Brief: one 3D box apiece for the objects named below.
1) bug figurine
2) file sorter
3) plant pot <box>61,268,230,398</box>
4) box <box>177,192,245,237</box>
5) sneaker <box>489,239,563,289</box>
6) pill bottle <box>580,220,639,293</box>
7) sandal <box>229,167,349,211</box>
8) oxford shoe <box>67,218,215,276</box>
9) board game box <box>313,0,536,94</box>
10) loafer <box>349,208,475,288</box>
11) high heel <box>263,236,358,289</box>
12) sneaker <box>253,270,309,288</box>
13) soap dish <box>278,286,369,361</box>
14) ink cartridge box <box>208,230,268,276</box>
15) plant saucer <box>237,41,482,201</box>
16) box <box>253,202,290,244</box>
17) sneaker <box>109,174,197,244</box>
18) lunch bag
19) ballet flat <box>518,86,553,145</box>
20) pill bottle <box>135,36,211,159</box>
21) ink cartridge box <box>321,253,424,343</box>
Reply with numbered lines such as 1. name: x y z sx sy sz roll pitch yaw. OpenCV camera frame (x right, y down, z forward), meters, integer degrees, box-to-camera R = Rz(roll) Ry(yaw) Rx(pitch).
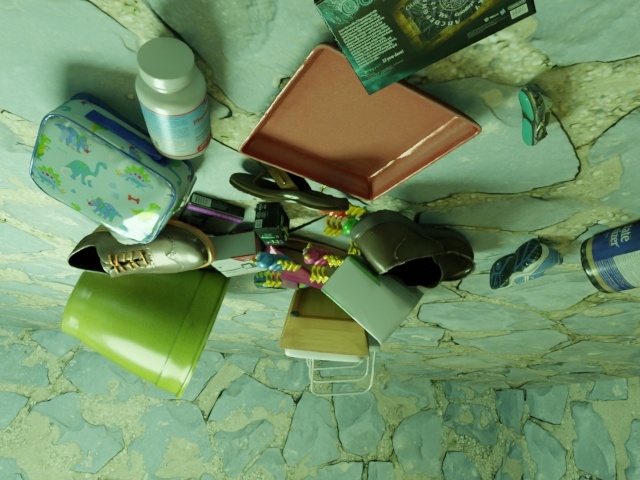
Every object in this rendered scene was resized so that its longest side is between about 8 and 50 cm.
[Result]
1. bug figurine: 0.000 0.000 0.949 0.216 0.072 0.279 15 133 -46
2. file sorter: 0.046 0.317 1.389 0.193 0.172 0.277 0 -160 -9
3. plant pot: -0.485 0.198 1.270 0.353 0.366 0.366 24 152 -12
4. box: -0.246 -0.045 1.006 0.116 0.029 0.162 16 152 -23
5. sneaker: 0.469 0.071 1.067 0.081 0.080 0.211 13 156 -10
6. pill bottle: 0.631 0.020 0.869 0.123 0.122 0.219 18 152 -27
7. sandal: -0.052 -0.096 0.792 0.220 0.060 0.090 16 -163 22
8. oxford shoe: -0.397 0.037 1.012 0.364 0.132 0.129 -2 117 26
9. board game box: 0.104 -0.236 0.454 0.186 0.026 0.126 -20 140 23
10. loafer: 0.204 0.049 0.942 0.366 0.130 0.134 13 140 -40
11. high heel: 0.055 0.065 1.091 0.378 0.127 0.181 0 150 1
12. sneaker: -0.093 0.102 1.284 0.188 0.066 0.078 -7 175 21
13. soap dish: 0.018 0.207 1.261 0.229 0.118 0.290 5 -161 3
14. ink cartridge box: -0.192 0.034 1.086 0.110 0.063 0.150 -10 162 2
15. plant saucer: 0.047 -0.161 0.667 0.259 0.047 0.258 18 153 -25
16. box: -0.101 -0.033 0.961 0.052 0.062 0.083 -2 155 12
17. sneaker: -0.349 -0.085 0.883 0.115 0.105 0.281 36 136 -27
18. lunch bag: -0.320 -0.107 0.715 0.219 0.090 0.176 32 130 -14
19. ballet flat: 0.290 -0.173 0.616 0.041 0.041 0.114 -6 154 23
20. pill bottle: -0.194 -0.184 0.611 0.087 0.087 0.160 8 157 -6
21. ink cartridge box: 0.114 0.106 0.932 0.154 0.093 0.212 40 -169 14
